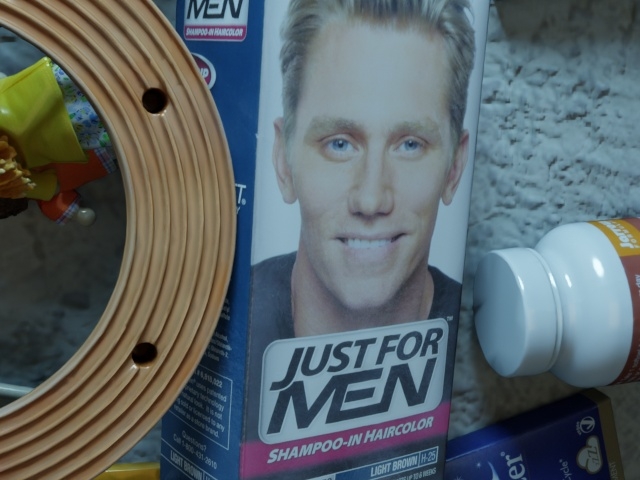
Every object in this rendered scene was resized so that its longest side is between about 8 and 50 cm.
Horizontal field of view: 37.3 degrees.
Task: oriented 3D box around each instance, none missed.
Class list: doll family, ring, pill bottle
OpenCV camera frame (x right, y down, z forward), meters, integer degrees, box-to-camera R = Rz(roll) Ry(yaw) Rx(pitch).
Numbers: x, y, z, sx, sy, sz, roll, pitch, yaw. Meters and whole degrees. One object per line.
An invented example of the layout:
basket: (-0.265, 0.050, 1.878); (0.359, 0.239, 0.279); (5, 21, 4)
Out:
doll family: (-0.198, -0.115, 0.553); (0.163, 0.118, 0.263); (-26, 106, -8)
ring: (-0.210, -0.010, 0.487); (0.336, 0.032, 0.337); (-3, 98, -18)
pill bottle: (0.229, 0.043, 0.697); (0.216, 0.121, 0.121); (-5, 102, -14)

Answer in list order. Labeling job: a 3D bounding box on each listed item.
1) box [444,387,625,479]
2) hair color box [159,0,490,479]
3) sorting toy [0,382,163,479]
box: (0.136, 0.216, 0.752); (0.225, 0.036, 0.136); (-17, 104, -10)
hair color box: (0.000, 0.000, 0.611); (0.173, 0.105, 0.347); (-4, 102, -36)
sorting toy: (-0.271, 0.170, 0.629); (0.347, 0.047, 0.196); (12, 102, -15)
